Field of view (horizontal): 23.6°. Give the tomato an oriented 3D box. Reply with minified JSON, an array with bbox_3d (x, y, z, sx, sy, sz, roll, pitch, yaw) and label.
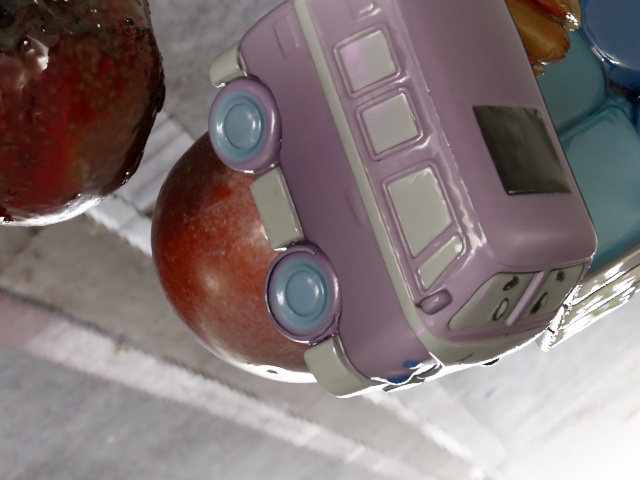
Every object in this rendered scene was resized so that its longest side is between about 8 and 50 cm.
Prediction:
[{"bbox_3d":[0.000,0.000,1.230,0.270,0.227,0.270,-25,164,-8],"label":"tomato"}]

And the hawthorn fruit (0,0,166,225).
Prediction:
[{"bbox_3d":[-0.178,-0.088,0.969,0.181,0.181,0.235,-35,156,-17],"label":"hawthorn fruit"}]

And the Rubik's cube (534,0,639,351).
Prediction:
[{"bbox_3d":[0.269,-0.146,1.426,0.346,0.344,0.347,-31,165,-7],"label":"Rubik's cube"}]

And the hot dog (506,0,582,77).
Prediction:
[{"bbox_3d":[0.052,-0.164,0.867,0.235,0.062,0.092,27,113,-27],"label":"hot dog"}]

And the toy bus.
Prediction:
[{"bbox_3d":[0.045,-0.030,0.794,0.142,0.202,0.142,-26,167,33],"label":"toy bus"}]
